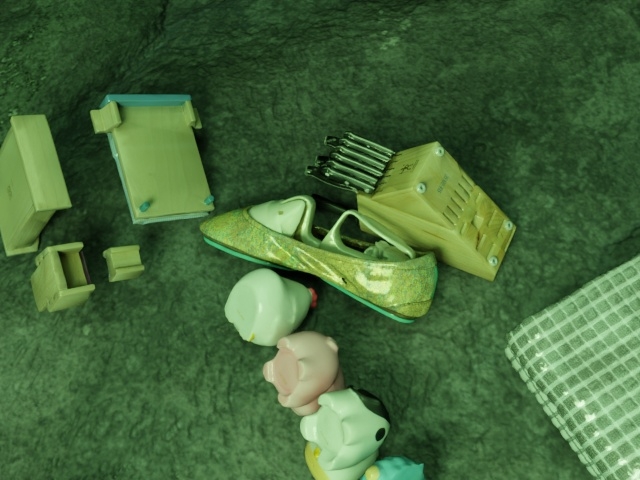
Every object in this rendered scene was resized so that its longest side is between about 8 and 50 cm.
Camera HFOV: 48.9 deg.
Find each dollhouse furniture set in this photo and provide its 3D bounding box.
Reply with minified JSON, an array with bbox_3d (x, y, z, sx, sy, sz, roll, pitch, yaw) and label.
[{"bbox_3d":[-0.308,-0.050,1.079,0.303,0.198,0.286,-11,78,-37],"label":"dollhouse furniture set"}]

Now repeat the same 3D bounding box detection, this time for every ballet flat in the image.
[{"bbox_3d":[0.000,0.000,0.981,0.349,0.123,0.123,21,64,15],"label":"ballet flat"}]

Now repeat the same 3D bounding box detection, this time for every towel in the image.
[{"bbox_3d":[0.400,0.140,0.845,0.284,0.121,0.235,-31,61,-3],"label":"towel"}]

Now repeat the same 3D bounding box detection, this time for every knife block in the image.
[{"bbox_3d":[0.113,-0.049,1.037,0.276,0.242,0.088,41,64,-23],"label":"knife block"}]

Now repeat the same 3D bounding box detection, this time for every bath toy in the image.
[{"bbox_3d":[0.002,0.181,0.877,0.129,0.151,0.348,-2,46,-42],"label":"bath toy"}]
